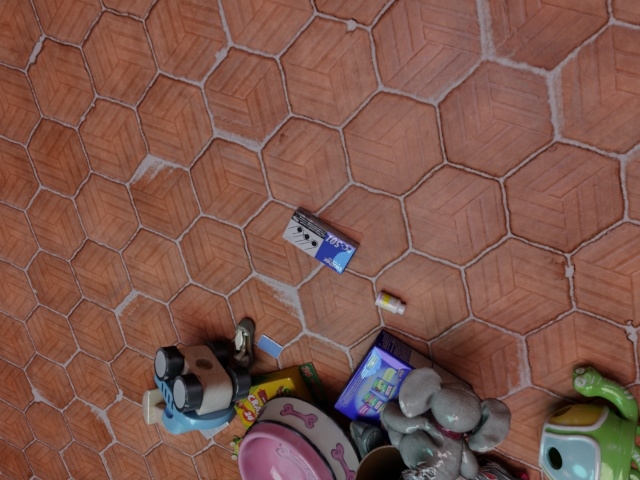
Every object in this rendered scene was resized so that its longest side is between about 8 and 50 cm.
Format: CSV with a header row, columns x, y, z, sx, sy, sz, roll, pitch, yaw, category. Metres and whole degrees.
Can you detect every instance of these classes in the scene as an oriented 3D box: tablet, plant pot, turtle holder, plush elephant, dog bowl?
x,y,z,sx,sy,sz,roll,pitch,yaw,category
-0.169,0.353,1.515,0.083,0.006,0.054,31,115,7,tablet
0.234,0.694,1.264,0.215,0.230,0.216,-13,60,23,plant pot
0.681,0.513,1.136,0.227,0.243,0.321,8,120,35,turtle holder
0.304,0.446,1.119,0.271,0.330,0.256,33,93,15,plush elephant
-0.080,0.692,1.377,0.407,0.150,0.409,12,113,31,dog bowl

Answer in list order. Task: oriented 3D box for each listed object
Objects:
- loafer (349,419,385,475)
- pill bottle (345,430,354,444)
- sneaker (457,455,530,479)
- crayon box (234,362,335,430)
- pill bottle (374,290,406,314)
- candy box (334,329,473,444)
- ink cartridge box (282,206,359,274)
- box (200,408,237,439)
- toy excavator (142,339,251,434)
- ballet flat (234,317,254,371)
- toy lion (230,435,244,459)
x,y,z,sx,sy,sz,roll,pitch,yaw,category
0.151,0.635,1.353,0.084,0.096,0.268,18,131,46,loafer
0.125,0.768,1.471,0.146,0.146,0.264,-12,104,23,pill bottle
0.467,0.689,1.345,0.298,0.121,0.112,23,77,4,sneaker
-0.135,0.544,1.526,0.318,0.081,0.202,-22,99,24,crayon box
0.201,0.181,1.303,0.083,0.043,0.044,24,114,10,pill bottle
0.244,0.463,1.339,0.317,0.122,0.268,32,114,8,candy box
0.000,0.000,1.313,0.207,0.046,0.097,32,116,7,ink cartridge box
-0.396,0.631,1.653,0.137,0.072,0.126,-41,91,26,box
-0.471,0.538,1.531,0.432,0.222,0.446,35,113,43,toy excavator
-0.263,0.362,1.517,0.072,0.068,0.214,12,112,16,ballet flat
-0.284,0.770,1.686,0.095,0.034,0.100,3,109,11,toy lion
